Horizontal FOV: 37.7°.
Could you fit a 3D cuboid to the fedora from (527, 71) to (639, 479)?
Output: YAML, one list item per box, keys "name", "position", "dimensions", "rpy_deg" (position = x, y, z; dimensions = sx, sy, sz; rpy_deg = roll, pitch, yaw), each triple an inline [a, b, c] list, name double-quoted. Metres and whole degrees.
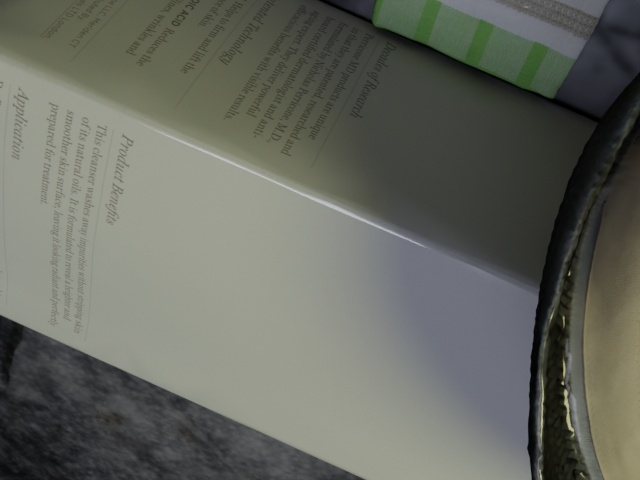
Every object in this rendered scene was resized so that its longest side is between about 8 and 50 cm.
- name: "fedora"
  position: [0.238, 0.059, 0.368]
  dimensions: [0.153, 0.334, 0.334]
  rpy_deg: [13, 145, 56]

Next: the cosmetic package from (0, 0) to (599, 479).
- name: "cosmetic package"
  position: [0.000, 0.000, 0.544]
  dimensions: [0.385, 0.156, 0.217]
  rpy_deg: [24, 137, -1]

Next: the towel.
- name: "towel"
  position: [0.096, -0.149, 0.456]
  dimensions: [0.113, 0.023, 0.152]
  rpy_deg: [25, 139, 3]
